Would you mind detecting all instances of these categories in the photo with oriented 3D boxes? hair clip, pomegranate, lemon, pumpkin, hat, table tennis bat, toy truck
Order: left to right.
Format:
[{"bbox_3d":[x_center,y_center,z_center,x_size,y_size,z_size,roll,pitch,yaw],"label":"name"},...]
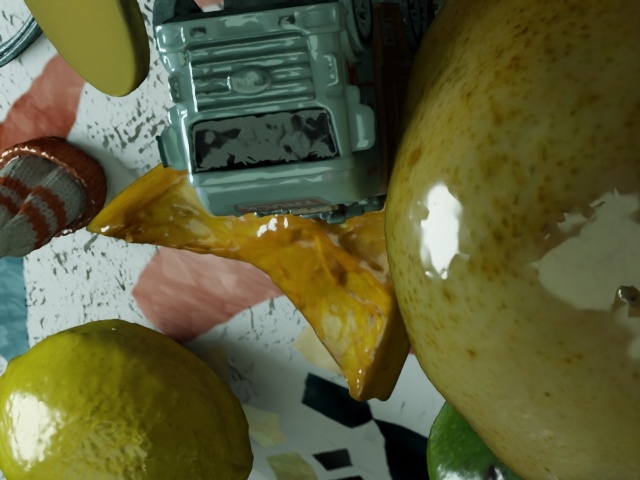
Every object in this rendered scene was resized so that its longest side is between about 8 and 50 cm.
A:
[{"bbox_3d":[-0.263,-0.018,1.538,0.112,0.162,0.093,-16,114,34],"label":"hat"},{"bbox_3d":[-0.222,-0.244,1.327,0.321,0.050,0.198,55,159,11],"label":"table tennis bat"},{"bbox_3d":[-0.225,-0.202,1.450,0.070,0.039,0.229,37,136,1],"label":"hair clip"},{"bbox_3d":[-0.182,0.176,1.623,0.260,0.204,0.204,17,133,16],"label":"lemon"},{"bbox_3d":[-0.004,-0.024,1.427,0.290,0.095,0.258,35,124,0],"label":"pumpkin"},{"bbox_3d":[-0.003,-0.091,1.199,0.136,0.305,0.162,-6,95,15],"label":"toy truck"},{"bbox_3d":[0.219,-0.008,1.087,0.416,0.416,0.417,16,132,18],"label":"pomegranate"}]

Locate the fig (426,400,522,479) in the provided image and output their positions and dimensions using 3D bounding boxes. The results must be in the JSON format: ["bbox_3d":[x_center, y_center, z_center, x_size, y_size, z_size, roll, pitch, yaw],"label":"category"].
[{"bbox_3d":[0.205,0.192,1.445,0.203,0.203,0.235,-12,140,36],"label":"fig"}]
